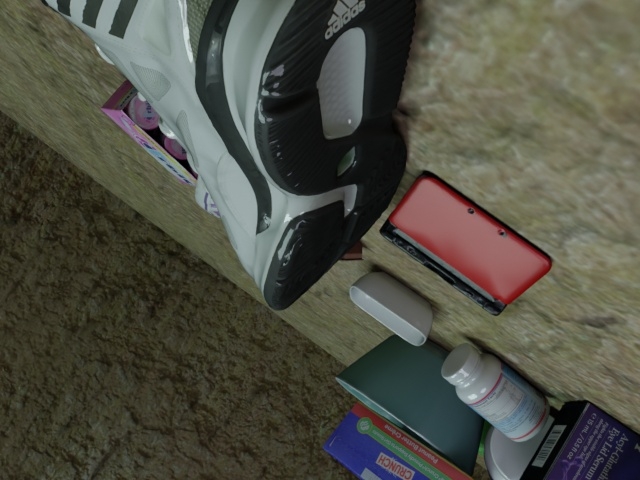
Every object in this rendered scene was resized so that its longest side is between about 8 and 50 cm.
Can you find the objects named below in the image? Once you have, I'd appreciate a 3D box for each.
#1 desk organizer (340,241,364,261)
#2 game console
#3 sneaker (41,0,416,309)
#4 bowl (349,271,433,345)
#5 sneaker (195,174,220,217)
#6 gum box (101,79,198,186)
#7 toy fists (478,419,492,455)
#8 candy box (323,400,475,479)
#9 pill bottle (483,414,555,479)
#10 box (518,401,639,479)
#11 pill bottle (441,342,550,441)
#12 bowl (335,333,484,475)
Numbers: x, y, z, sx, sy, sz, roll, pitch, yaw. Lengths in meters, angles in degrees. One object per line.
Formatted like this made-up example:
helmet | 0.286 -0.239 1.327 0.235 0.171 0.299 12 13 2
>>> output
desk organizer | 0.000 0.000 0.921 0.130 0.050 0.047 5 -176 39
game console | 0.141 -0.003 0.613 0.144 0.085 0.124 36 -161 3
sneaker | -0.069 -0.115 0.527 0.257 0.169 0.447 42 162 16
bowl | 0.116 0.102 0.978 0.142 0.053 0.142 33 167 11
sneaker | -0.074 -0.058 0.807 0.161 0.102 0.282 34 168 0
gum box | -0.233 -0.158 0.954 0.188 0.062 0.107 45 165 -34
toy fists | 0.373 0.459 1.509 0.142 0.096 0.279 33 171 -37
candy box | 0.191 0.460 1.179 0.268 0.122 0.317 28 167 38
pill bottle | 0.369 0.386 1.098 0.153 0.153 0.265 30 167 27
box | 0.405 0.347 0.857 0.207 0.153 0.108 33 167 11
pill bottle | 0.268 0.232 0.960 0.160 0.087 0.087 39 168 -8
bowl | 0.200 0.297 1.210 0.311 0.163 0.311 35 167 9
